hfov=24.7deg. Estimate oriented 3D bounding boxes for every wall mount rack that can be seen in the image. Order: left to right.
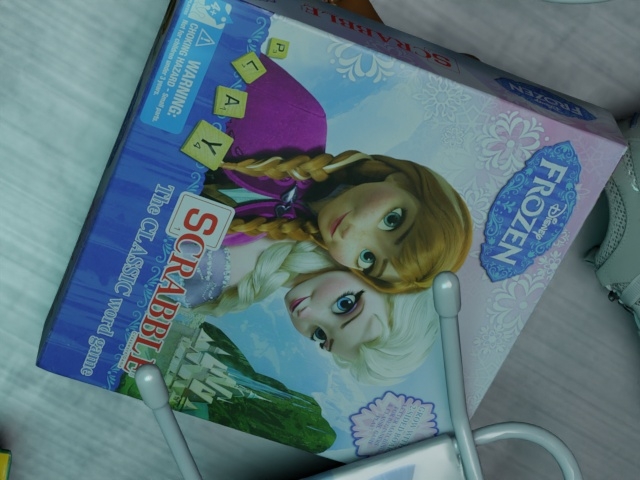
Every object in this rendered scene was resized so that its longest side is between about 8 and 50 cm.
[{"bbox_3d":[0.019,0.184,1.018,0.350,0.130,0.304,-17,101,-4],"label":"wall mount rack"}]

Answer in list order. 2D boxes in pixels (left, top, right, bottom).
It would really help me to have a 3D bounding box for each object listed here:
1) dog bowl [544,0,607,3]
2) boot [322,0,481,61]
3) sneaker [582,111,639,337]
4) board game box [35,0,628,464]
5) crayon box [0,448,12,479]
[{"bbox_3d":[0.169,-0.301,1.017,0.265,0.104,0.265,-2,104,-9],"label":"dog bowl"},{"bbox_3d":[0.021,-0.161,1.044,0.197,0.073,0.152,-9,100,-10],"label":"boot"},{"bbox_3d":[0.265,0.025,1.131,0.115,0.105,0.281,-1,111,25],"label":"sneaker"},{"bbox_3d":[0.000,0.000,1.033,0.318,0.066,0.318,18,117,-13],"label":"board game box"},{"bbox_3d":[-0.317,0.277,1.018,0.165,0.081,0.278,9,71,-11],"label":"crayon box"}]
